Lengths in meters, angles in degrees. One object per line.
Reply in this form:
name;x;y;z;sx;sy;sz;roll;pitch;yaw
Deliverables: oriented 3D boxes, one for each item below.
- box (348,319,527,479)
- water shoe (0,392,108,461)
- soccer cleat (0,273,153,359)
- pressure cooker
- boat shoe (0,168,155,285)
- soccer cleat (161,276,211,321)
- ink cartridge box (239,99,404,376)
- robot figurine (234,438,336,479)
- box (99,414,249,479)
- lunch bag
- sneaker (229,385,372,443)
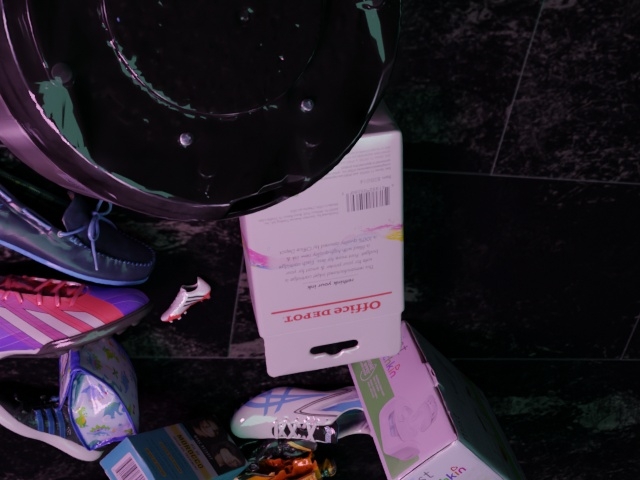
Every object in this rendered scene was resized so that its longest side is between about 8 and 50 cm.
box;0.181;0.286;1.413;0.127;0.262;0.231;-39;124;13
water shoe;-0.390;0.248;1.377;0.203;0.073;0.080;36;87;-35
soccer cleat;-0.375;0.090;1.217;0.318;0.108;0.116;-12;97;10
pressure cooker;-0.169;-0.211;0.922;0.375;0.420;0.370;-31;107;-18
boat shoe;-0.320;-0.018;1.184;0.258;0.109;0.089;20;113;-27
soccer cleat;-0.192;0.083;1.330;0.083;0.029;0.036;-32;116;5
ink cartridge box;0.000;0.000;1.264;0.207;0.119;0.353;-9;124;-8
robot figurine;-0.110;0.420;1.538;0.291;0.085;0.211;-18;126;-1
box;-0.202;0.320;1.359;0.060;0.100;0.244;-43;164;15
lunch bag;-0.312;0.190;1.309;0.096;0.129;0.151;-15;126;-4
sneaker;-0.021;0.276;1.464;0.237;0.086;0.085;-5;126;-9
